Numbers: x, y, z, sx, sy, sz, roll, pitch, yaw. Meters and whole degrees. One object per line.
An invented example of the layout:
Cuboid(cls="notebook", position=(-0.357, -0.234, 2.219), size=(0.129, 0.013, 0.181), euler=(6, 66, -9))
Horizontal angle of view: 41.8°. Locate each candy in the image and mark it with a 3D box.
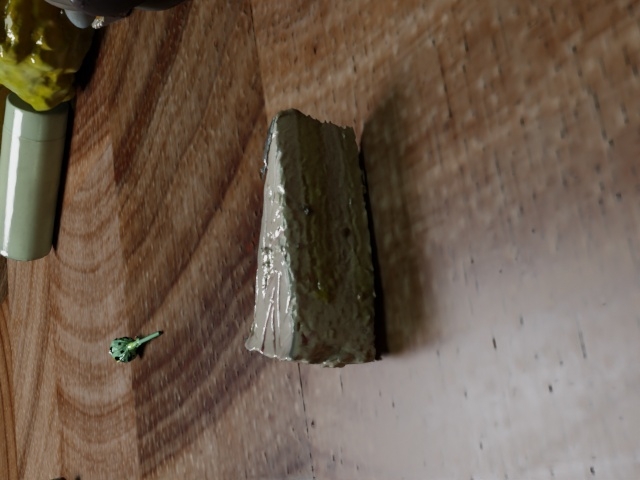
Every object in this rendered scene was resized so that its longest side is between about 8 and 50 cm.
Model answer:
Cuboid(cls="candy", position=(-0.156, 0.087, 0.712), size=(0.025, 0.023, 0.083), euler=(53, 142, -6))

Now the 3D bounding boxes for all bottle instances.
Cuboid(cls="bottle", position=(-0.348, -0.076, 1.005), size=(0.072, 0.072, 0.201), euler=(54, 135, 46))

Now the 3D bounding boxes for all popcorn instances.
Cuboid(cls="popcorn", position=(-0.322, -0.232, 0.878), size=(0.197, 0.156, 0.197), euler=(29, 127, 49))

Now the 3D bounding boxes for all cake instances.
Cuboid(cls="cake", position=(0.000, 0.000, 0.400), size=(0.065, 0.052, 0.121), euler=(-154, 68, -64))

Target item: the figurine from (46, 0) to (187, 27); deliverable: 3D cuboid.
Cuboid(cls="figurine", position=(-0.063, -0.199, 0.353), size=(0.380, 0.203, 0.248), euler=(35, 117, 55))

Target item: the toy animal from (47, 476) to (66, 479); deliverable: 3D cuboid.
Cuboid(cls="toy animal", position=(-0.342, 0.368, 0.983), size=(0.312, 0.097, 0.157), euler=(-36, 66, 58))

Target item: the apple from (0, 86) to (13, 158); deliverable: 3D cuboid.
Cuboid(cls="apple", position=(-0.514, -0.184, 1.074), size=(0.299, 0.299, 0.275), euler=(40, 114, 54))

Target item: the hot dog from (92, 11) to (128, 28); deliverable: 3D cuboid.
Cuboid(cls="hot dog", position=(-0.181, -0.279, 0.720), size=(0.099, 0.053, 0.192), euler=(60, 142, 36))
